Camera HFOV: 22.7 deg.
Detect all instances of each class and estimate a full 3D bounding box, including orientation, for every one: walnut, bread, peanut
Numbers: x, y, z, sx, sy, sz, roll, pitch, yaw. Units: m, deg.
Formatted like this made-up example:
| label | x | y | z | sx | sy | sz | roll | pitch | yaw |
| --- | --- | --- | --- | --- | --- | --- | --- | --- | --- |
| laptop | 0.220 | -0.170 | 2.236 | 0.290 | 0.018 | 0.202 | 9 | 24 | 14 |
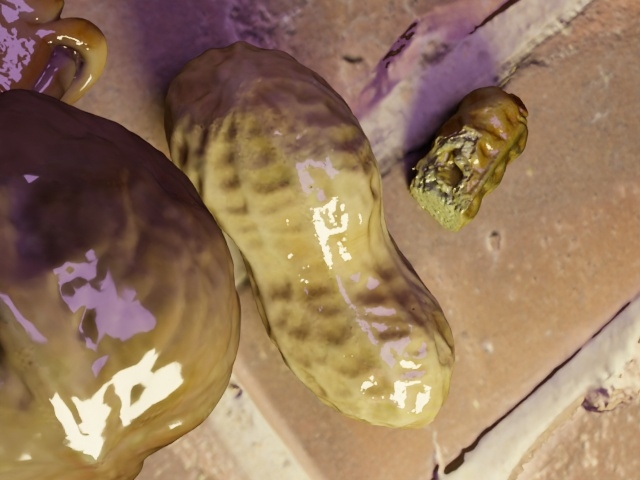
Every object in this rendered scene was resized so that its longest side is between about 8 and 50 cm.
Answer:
| label | x | y | z | sx | sy | sz | roll | pitch | yaw |
| --- | --- | --- | --- | --- | --- | --- | --- | --- | --- |
| walnut | -0.171 | 0.043 | 0.938 | 0.248 | 0.248 | 0.248 | 2 | 86 | -26 |
| bread | -0.252 | -0.142 | 1.003 | 0.225 | 0.081 | 0.134 | 42 | 75 | -20 |
| peanut | 0.000 | 0.000 | 1.089 | 0.120 | 0.136 | 0.298 | -33 | 102 | -25 |
| bread | 0.115 | -0.067 | 1.193 | 0.110 | 0.060 | 0.066 | -53 | 124 | -19 |
